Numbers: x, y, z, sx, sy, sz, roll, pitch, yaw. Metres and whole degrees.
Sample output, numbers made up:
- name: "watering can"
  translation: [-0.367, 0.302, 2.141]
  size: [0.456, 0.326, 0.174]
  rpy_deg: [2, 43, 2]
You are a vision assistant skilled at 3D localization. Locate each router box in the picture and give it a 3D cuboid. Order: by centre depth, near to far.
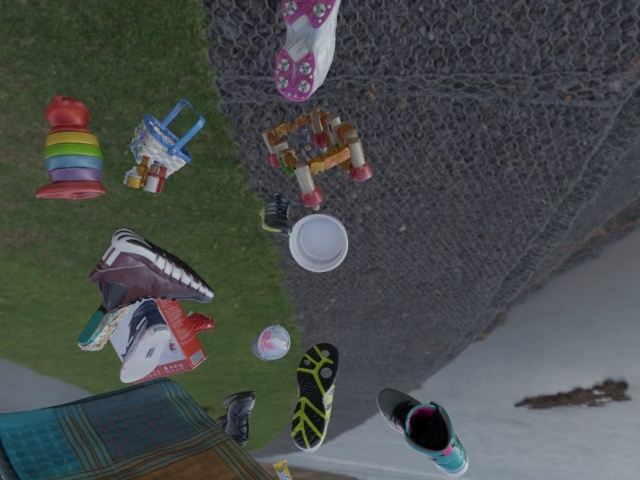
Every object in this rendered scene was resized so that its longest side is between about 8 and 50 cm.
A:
- name: "router box"
  translation: [-0.594, 0.326, 1.619]
  size: [0.335, 0.082, 0.301]
  rpy_deg: [-21, 98, 32]

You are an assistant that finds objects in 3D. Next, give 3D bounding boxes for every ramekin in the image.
- name: "ramekin"
  translation: [0.000, 0.000, 2.214]
  size: [0.277, 0.277, 0.135]
  rpy_deg: [-1, -168, 10]

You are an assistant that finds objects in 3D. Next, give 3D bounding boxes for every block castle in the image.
- name: "block castle"
  translation: [-0.020, -0.328, 1.842]
  size: [0.303, 0.453, 0.213]
  rpy_deg: [-27, 129, -9]

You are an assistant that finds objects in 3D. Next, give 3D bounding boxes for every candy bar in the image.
- name: "candy bar"
  translation: [-0.088, 0.726, 1.364]
  size: [0.040, 0.161, 0.018]
  rpy_deg: [-25, 161, -9]

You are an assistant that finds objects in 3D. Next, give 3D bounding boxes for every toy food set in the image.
- name: "toy food set"
  translation: [-0.559, -0.218, 1.504]
  size: [0.111, 0.104, 0.232]
  rpy_deg: [16, -177, -14]

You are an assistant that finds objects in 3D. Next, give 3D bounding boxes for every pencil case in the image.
- name: "pencil case"
  translation: [-0.182, 0.375, 1.700]
  size: [0.113, 0.124, 0.273]
  rpy_deg: [32, 163, -3]

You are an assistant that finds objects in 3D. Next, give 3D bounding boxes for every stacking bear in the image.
- name: "stacking bear"
  translation: [-0.733, -0.276, 1.371]
  size: [0.164, 0.289, 0.175]
  rpy_deg: [-6, -179, 19]

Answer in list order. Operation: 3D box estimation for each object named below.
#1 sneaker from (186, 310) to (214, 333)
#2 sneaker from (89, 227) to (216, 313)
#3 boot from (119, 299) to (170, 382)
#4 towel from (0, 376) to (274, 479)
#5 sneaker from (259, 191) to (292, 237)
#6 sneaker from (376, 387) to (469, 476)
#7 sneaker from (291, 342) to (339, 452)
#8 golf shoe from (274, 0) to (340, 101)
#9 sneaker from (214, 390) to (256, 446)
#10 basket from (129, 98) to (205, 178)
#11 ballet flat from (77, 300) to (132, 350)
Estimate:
- name: "sneaker"
  translation: [-0.531, 0.367, 2.020]
  size: [0.128, 0.221, 0.087]
  rpy_deg: [8, 107, -3]
- name: "sneaker"
  translation: [-0.364, 0.101, 0.989]
  size: [0.106, 0.162, 0.281]
  rpy_deg: [35, 173, 45]
- name: "boot"
  translation: [-0.371, 0.211, 0.968]
  size: [0.069, 0.086, 0.190]
  rpy_deg: [7, 131, -47]
- name: "towel"
  translation: [-0.197, 0.286, 0.553]
  size: [0.370, 0.040, 0.271]
  rpy_deg: [23, -167, 38]
- name: "sneaker"
  translation: [-0.169, -0.106, 1.822]
  size: [0.111, 0.300, 0.121]
  rpy_deg: [18, 108, -26]
- name: "sneaker"
  translation: [0.239, 0.458, 1.193]
  size: [0.295, 0.124, 0.178]
  rpy_deg: [32, 158, 43]
- name: "sneaker"
  translation: [-0.023, 0.545, 1.643]
  size: [0.145, 0.384, 0.147]
  rpy_deg: [11, 143, 9]
- name: "golf shoe"
  translation: [-0.015, -0.461, 1.008]
  size: [0.115, 0.140, 0.306]
  rpy_deg: [27, 120, 13]
- name: "sneaker"
  translation: [-0.267, 0.597, 1.525]
  size: [0.109, 0.130, 0.286]
  rpy_deg: [-1, 134, -31]
- name: "basket"
  translation: [-0.565, -0.388, 1.742]
  size: [0.289, 0.255, 0.201]
  rpy_deg: [-44, 132, 0]
- name: "ballet flat"
  translation: [-0.610, 0.217, 1.364]
  size: [0.091, 0.241, 0.077]
  rpy_deg: [24, 159, 30]
